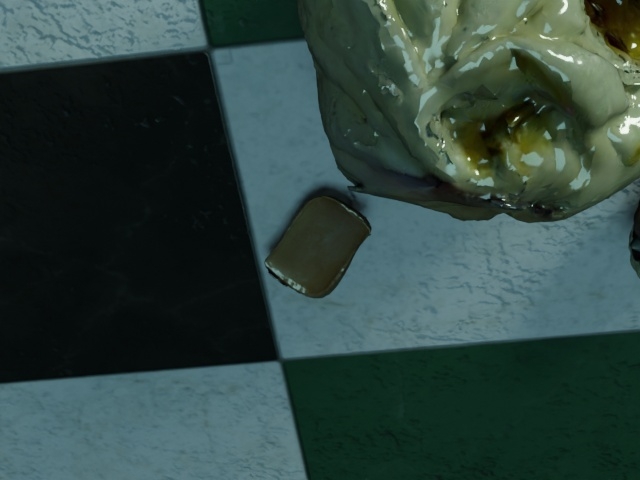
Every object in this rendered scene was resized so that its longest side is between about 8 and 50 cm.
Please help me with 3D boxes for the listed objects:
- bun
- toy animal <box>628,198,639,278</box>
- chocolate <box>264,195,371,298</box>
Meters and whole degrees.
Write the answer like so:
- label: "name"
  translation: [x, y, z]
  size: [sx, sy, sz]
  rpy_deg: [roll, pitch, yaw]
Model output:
- label: "bun"
  translation: [0.110, -0.115, 0.780]
  size: [0.281, 0.205, 0.281]
  rpy_deg: [10, 136, 10]
- label: "toy animal"
  translation: [0.310, -0.015, 0.963]
  size: [0.137, 0.098, 0.098]
  rpy_deg: [-27, 129, 2]
- label: "chocolate"
  translation: [0.000, 0.000, 1.017]
  size: [0.064, 0.031, 0.101]
  rpy_deg: [30, 125, -2]
